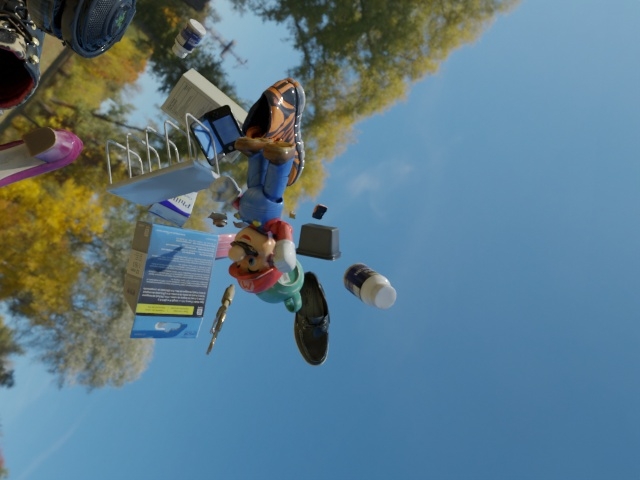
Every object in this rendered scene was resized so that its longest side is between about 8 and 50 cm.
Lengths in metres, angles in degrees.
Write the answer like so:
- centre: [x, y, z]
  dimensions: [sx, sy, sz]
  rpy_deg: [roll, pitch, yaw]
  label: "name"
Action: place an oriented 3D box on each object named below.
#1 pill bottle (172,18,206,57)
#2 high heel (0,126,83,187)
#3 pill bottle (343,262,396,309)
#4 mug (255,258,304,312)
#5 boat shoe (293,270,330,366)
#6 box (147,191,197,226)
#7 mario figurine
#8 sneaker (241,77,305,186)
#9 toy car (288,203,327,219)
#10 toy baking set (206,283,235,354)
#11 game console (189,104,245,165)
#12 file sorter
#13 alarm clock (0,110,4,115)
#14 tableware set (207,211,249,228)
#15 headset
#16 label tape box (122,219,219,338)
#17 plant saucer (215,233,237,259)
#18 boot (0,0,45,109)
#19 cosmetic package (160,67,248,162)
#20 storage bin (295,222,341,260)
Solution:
- centre: [-0.443, -0.672, 1.745]
  dimensions: [0.120, 0.067, 0.067]
  rpy_deg: [-41, -150, 26]
  label: "pill bottle"
- centre: [-0.516, -0.122, 0.852]
  dimensions: [0.244, 0.082, 0.117]
  rpy_deg: [-27, -179, -1]
  label: "high heel"
- centre: [0.141, 0.132, 1.485]
  dimensions: [0.094, 0.094, 0.169]
  rpy_deg: [-52, -150, -3]
  label: "pill bottle"
- centre: [-0.098, 0.101, 1.370]
  dimensions: [0.097, 0.157, 0.130]
  rpy_deg: [-31, -146, 56]
  label: "mug"
- centre: [-0.028, 0.268, 1.848]
  dimensions: [0.113, 0.127, 0.340]
  rpy_deg: [113, -22, -68]
  label: "boat shoe"
- centre: [-0.492, -0.137, 1.747]
  dimensions: [0.072, 0.126, 0.137]
  rpy_deg: [-36, -143, 41]
  label: "box"
- centre: [-0.137, -0.041, 1.058]
  dimensions: [0.198, 0.170, 0.321]
  rpy_deg: [-130, -136, -68]
  label: "mario figurine"
- centre: [-0.137, -0.271, 1.428]
  dimensions: [0.124, 0.321, 0.180]
  rpy_deg: [21, -140, 26]
  label: "sneaker"
- centre: [-0.041, -0.101, 1.687]
  dimensions: [0.041, 0.122, 0.060]
  rpy_deg: [-99, -163, -47]
  label: "toy car"
- centre: [-0.302, 0.227, 1.556]
  dimensions: [0.256, 0.030, 0.197]
  rpy_deg: [-90, -156, -69]
  label: "toy baking set"
- centre: [-0.309, -0.323, 1.602]
  dimensions: [0.124, 0.144, 0.085]
  rpy_deg: [-19, -151, 10]
  label: "game console"
- centre: [-0.464, -0.234, 1.541]
  dimensions: [0.277, 0.193, 0.173]
  rpy_deg: [-15, -103, 12]
  label: "file sorter"
- centre: [-0.779, -0.332, 1.215]
  dimensions: [0.064, 0.192, 0.129]
  rpy_deg: [-17, -138, -25]
  label: "alarm clock"
- centre: [-0.335, -0.076, 1.940]
  dimensions: [0.141, 0.168, 0.020]
  rpy_deg: [117, -28, -67]
  label: "tableware set"
- centre: [-0.354, -0.302, 0.617]
  dimensions: [0.185, 0.243, 0.394]
  rpy_deg: [-59, -150, 7]
  label: "headset"
- centre: [-0.480, 0.128, 1.652]
  dimensions: [0.115, 0.249, 0.348]
  rpy_deg: [13, -89, 43]
  label: "label tape box"
- centre: [-0.463, 0.041, 2.009]
  dimensions: [0.332, 0.332, 0.084]
  rpy_deg: [-12, -93, 48]
  label: "plant saucer"
- centre: [-0.558, -0.447, 0.956]
  dimensions: [0.377, 0.138, 0.284]
  rpy_deg: [-33, -126, 43]
  label: "boot"
- centre: [-0.385, -0.440, 1.850]
  dimensions: [0.160, 0.309, 0.113]
  rpy_deg: [-43, -163, 27]
  label: "cosmetic package"
- centre: [0.000, 0.000, 1.574]
  dimensions: [0.135, 0.098, 0.091]
  rpy_deg: [11, -76, 26]
  label: "storage bin"
